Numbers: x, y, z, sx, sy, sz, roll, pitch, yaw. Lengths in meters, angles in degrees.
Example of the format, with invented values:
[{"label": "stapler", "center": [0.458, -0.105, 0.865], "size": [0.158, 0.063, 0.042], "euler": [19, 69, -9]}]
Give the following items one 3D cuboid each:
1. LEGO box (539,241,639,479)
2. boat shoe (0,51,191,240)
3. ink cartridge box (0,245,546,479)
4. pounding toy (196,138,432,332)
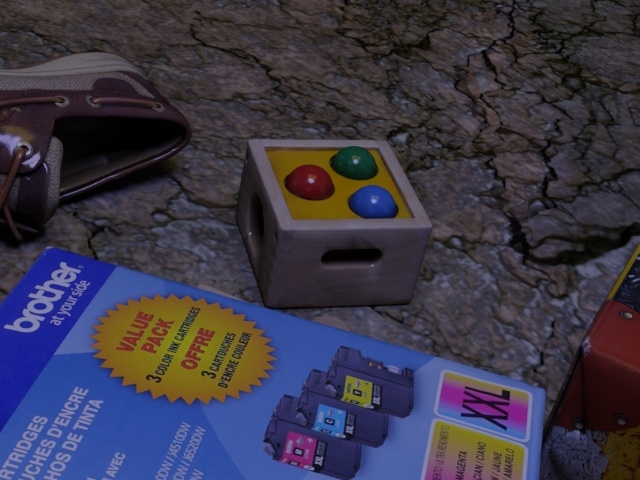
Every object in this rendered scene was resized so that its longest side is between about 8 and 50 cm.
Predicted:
[{"label": "LEGO box", "center": [0.407, 0.095, 0.887], "size": [0.372, 0.193, 0.500], "euler": [25, 38, 17]}, {"label": "boat shoe", "center": [-0.251, -0.067, 0.973], "size": [0.123, 0.123, 0.342], "euler": [36, 36, 30]}, {"label": "ink cartridge box", "center": [-0.087, 0.156, 0.683], "size": [0.395, 0.151, 0.270], "euler": [14, 31, 5]}, {"label": "pounding toy", "center": [-0.007, 0.004, 0.968], "size": [0.181, 0.094, 0.206], "euler": [-1, 38, -18]}]
